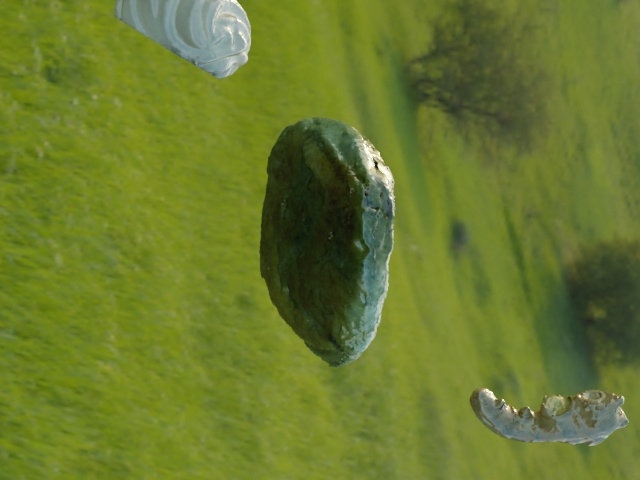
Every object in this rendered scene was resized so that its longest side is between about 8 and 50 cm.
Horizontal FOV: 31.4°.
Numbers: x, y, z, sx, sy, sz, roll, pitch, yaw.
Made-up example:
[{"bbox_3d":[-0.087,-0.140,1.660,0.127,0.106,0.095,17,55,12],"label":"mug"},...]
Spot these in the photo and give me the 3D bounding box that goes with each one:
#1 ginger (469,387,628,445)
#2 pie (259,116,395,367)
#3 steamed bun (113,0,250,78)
[{"bbox_3d":[0.254,0.199,1.275,0.051,0.174,0.069,-88,175,-52],"label":"ginger"},{"bbox_3d":[0.000,0.000,1.248,0.079,0.277,0.277,1,103,-25],"label":"pie"},{"bbox_3d":[-0.162,-0.281,1.431,0.106,0.183,0.183,-61,160,5],"label":"steamed bun"}]
